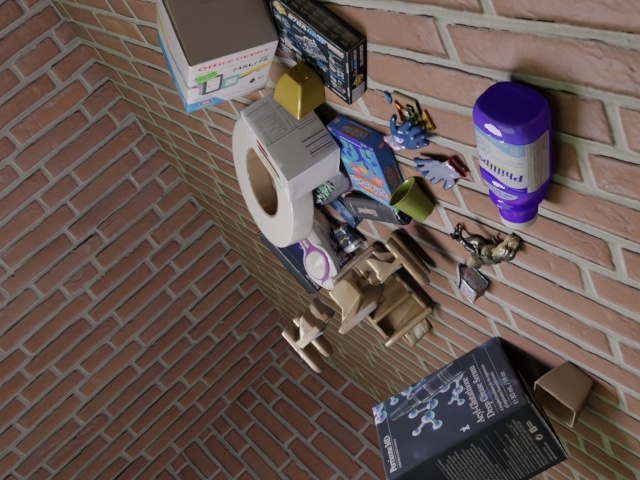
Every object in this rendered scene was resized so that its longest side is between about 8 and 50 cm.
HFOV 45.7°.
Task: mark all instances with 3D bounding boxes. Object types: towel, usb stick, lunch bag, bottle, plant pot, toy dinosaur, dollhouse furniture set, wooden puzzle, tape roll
[{"bbox_3d":[0.065,-0.086,2.152,0.119,0.029,0.067,45,166,8],"label":"towel"},{"bbox_3d":[0.140,-0.081,1.921,0.077,0.045,0.278,52,165,-21],"label":"usb stick"},{"bbox_3d":[0.349,0.098,1.795,0.083,0.053,0.071,51,166,22],"label":"lunch bag"},{"bbox_3d":[0.314,-0.124,1.226,0.118,0.092,0.283,36,162,33],"label":"bottle"},{"bbox_3d":[0.208,-0.084,1.682,0.079,0.083,0.083,38,168,-16],"label":"plant pot"},{"bbox_3d":[0.331,0.016,1.621,0.118,0.064,0.268,40,169,0],"label":"toy dinosaur"},{"bbox_3d":[0.148,0.181,2.022,0.256,0.362,0.394,48,-167,-1],"label":"dollhouse furniture set"},{"bbox_3d":[0.566,0.345,1.745,0.109,0.096,0.109,39,164,31],"label":"plant pot"},{"bbox_3d":[0.168,-0.249,1.464,0.116,0.014,0.078,31,158,48],"label":"wooden puzzle"},{"bbox_3d":[-0.041,-0.316,1.554,0.081,0.081,0.083,43,156,16],"label":"plant pot"},{"bbox_3d":[-0.138,-0.170,2.141,0.392,0.072,0.392,50,151,41],"label":"tape roll"}]

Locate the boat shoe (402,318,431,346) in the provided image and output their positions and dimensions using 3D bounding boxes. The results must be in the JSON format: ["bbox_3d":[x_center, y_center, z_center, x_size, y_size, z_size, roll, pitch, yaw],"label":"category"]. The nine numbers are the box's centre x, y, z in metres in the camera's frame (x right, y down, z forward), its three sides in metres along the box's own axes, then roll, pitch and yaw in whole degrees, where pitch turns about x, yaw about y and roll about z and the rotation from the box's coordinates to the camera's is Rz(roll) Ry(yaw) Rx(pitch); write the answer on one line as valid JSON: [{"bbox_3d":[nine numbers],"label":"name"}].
[{"bbox_3d":[0.206,0.207,2.388,0.302,0.098,0.109,42,165,17],"label":"boat shoe"}]

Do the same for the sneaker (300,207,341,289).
[{"bbox_3d":[0.000,0.000,2.304,0.114,0.152,0.305,-26,91,42],"label":"sneaker"}]

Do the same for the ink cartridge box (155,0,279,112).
[{"bbox_3d":[-0.227,-0.432,1.626,0.270,0.198,0.197,135,114,-76],"label":"ink cartridge box"}]

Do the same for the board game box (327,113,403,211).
[{"bbox_3d":[0.112,-0.176,1.745,0.160,0.047,0.210,33,161,42],"label":"board game box"}]

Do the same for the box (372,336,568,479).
[{"bbox_3d":[0.363,0.482,1.921,0.212,0.395,0.293,52,-169,-22],"label":"box"}]

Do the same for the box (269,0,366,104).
[{"bbox_3d":[-0.005,-0.390,1.504,0.220,0.051,0.175,42,165,19],"label":"box"}]

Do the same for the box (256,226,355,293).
[{"bbox_3d":[-0.047,0.014,2.422,0.261,0.184,0.103,48,166,-7],"label":"box"}]

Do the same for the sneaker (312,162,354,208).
[{"bbox_3d":[0.024,-0.133,2.005,0.083,0.098,0.223,46,166,5],"label":"sneaker"}]

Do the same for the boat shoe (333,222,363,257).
[{"bbox_3d":[0.073,-0.005,2.295,0.083,0.065,0.183,56,163,0],"label":"boat shoe"}]

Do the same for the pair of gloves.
[{"bbox_3d":[0.204,-0.176,1.518,0.198,0.023,0.159,44,166,-11],"label":"pair of gloves"}]

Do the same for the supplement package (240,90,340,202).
[{"bbox_3d":[-0.070,-0.230,1.818,0.203,0.149,0.194,56,173,11],"label":"supplement package"}]
